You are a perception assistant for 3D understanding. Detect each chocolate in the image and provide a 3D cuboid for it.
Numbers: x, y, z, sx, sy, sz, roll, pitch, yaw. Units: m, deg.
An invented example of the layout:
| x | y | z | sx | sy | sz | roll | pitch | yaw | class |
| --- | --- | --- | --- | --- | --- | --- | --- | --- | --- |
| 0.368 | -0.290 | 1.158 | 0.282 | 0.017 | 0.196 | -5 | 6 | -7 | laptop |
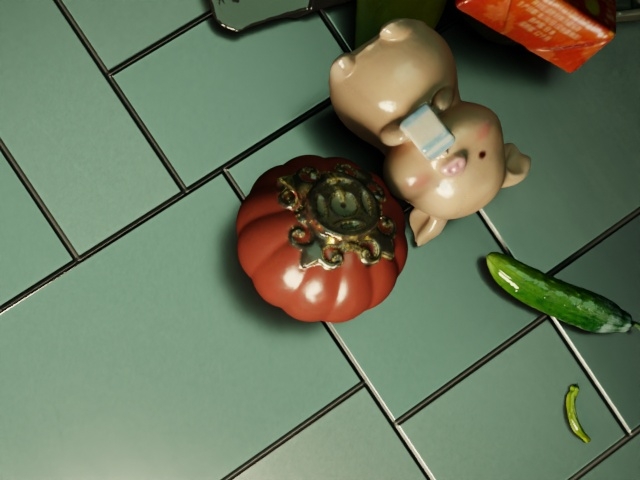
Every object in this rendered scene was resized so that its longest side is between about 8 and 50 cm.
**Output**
| x | y | z | sx | sy | sz | roll | pitch | yaw | class |
| --- | --- | --- | --- | --- | --- | --- | --- | --- | --- |
| 0.300 | -0.384 | 1.832 | 0.235 | 0.108 | 0.237 | 23 | 61 | -33 | chocolate |

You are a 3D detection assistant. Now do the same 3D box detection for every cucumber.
| x | y | z | sx | sy | sz | roll | pitch | yaw | class |
| --- | --- | --- | --- | --- | --- | --- | --- | --- | --- |
| 0.339 | 0.083 | 1.863 | 0.250 | 0.056 | 0.056 | 23 | 78 | -5 | cucumber |

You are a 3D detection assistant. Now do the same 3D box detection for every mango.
| x | y | z | sx | sy | sz | roll | pitch | yaw | class |
| --- | --- | --- | --- | --- | --- | --- | --- | --- | --- |
| 0.113 | -0.344 | 1.830 | 0.137 | 0.091 | 0.237 | -7 | 120 | -17 | mango |

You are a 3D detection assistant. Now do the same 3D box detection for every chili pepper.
| x | y | z | sx | sy | sz | roll | pitch | yaw | class |
| --- | --- | --- | --- | --- | --- | --- | --- | --- | --- |
| 0.357 | 0.240 | 1.862 | 0.030 | 0.017 | 0.083 | -5 | 82 | -14 | chili pepper |

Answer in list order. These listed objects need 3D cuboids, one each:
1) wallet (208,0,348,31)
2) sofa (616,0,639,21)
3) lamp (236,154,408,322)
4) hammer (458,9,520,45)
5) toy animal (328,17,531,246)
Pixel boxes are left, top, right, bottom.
| x | y | z | sx | sy | sz | roll | pitch | yaw | class |
| --- | --- | --- | --- | --- | --- | --- | --- | --- | --- |
| -0.003 | -0.422 | 1.869 | 0.378 | 0.051 | 0.197 | -19 | 89 | -12 | wallet |
| 0.432 | -0.393 | 1.948 | 0.085 | 0.060 | 0.147 | -6 | 83 | -12 | sofa |
| 0.000 | 0.000 | 1.733 | 0.227 | 0.227 | 0.226 | 2 | 82 | -11 | lamp |
| 0.216 | -0.486 | 1.898 | 0.168 | 0.044 | 0.439 | -8 | 80 | -43 | hammer |
| 0.143 | -0.152 | 1.774 | 0.195 | 0.213 | 0.256 | -31 | 84 | 5 | toy animal |
